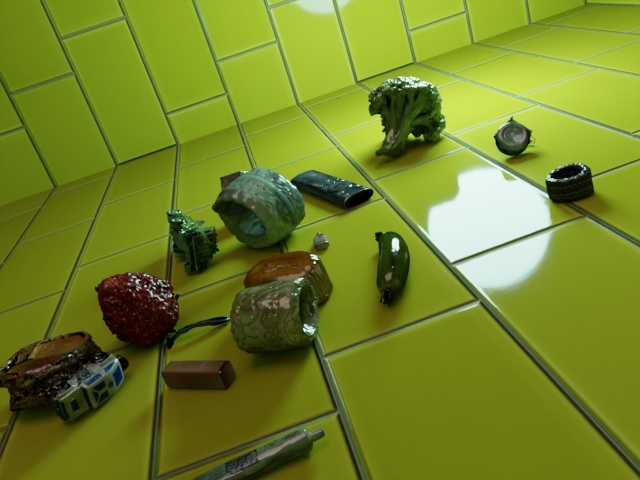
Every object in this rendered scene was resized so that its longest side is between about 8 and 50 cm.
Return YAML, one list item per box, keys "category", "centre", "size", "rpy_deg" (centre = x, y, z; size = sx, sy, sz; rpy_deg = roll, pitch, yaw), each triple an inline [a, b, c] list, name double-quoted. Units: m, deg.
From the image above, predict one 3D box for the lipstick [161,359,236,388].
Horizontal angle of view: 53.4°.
- category: "lipstick"
  centre: [-0.244, 0.266, 1.270]
  size: [0.146, 0.045, 0.045]
  rpy_deg: [-5, 29, 26]

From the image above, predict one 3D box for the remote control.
- category: "remote control"
  centre: [0.027, -0.170, 2.022]
  size: [0.107, 0.044, 0.378]
  rpy_deg: [-31, 26, -18]

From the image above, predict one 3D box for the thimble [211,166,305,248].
- category: "thimble"
  centre: [-0.178, -0.088, 1.793]
  size: [0.250, 0.204, 0.172]
  rpy_deg: [22, 49, 33]

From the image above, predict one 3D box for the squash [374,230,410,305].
- category: "squash"
  centre: [0.161, 0.041, 1.433]
  size: [0.080, 0.071, 0.318]
  rpy_deg: [-15, 24, 10]

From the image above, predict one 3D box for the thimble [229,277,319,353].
- category: "thimble"
  centre: [-0.088, 0.151, 1.304]
  size: [0.144, 0.137, 0.190]
  rpy_deg: [-14, 12, 15]

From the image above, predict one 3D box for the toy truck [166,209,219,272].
- category: "toy truck"
  centre: [-0.362, -0.008, 1.858]
  size: [0.135, 0.128, 0.259]
  rpy_deg: [-11, 21, -17]

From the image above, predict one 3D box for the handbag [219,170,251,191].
- category: "handbag"
  centre: [-0.258, -0.128, 2.003]
  size: [0.095, 0.173, 0.117]
  rpy_deg: [-8, -1, -42]

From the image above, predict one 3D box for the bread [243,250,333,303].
- category: "bread"
  centre: [-0.078, 0.094, 1.454]
  size: [0.191, 0.114, 0.132]
  rpy_deg: [-15, 26, 19]

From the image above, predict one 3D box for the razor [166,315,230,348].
- category: "razor"
  centre: [-0.283, 0.202, 1.459]
  size: [0.155, 0.028, 0.044]
  rpy_deg: [-21, 24, -5]

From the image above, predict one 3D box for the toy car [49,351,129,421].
- category: "toy car"
  centre: [-0.471, 0.299, 1.317]
  size: [0.071, 0.080, 0.171]
  rpy_deg: [14, 35, 31]

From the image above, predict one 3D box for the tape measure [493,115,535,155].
- category: "tape measure"
  centre: [0.563, -0.288, 1.906]
  size: [0.107, 0.104, 0.180]
  rpy_deg: [-47, -6, -7]

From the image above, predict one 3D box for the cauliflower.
- category: "cauliflower"
  centre: [0.300, -0.417, 2.189]
  size: [0.261, 0.280, 0.327]
  rpy_deg: [0, -5, -12]

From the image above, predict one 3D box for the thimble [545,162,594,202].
- category: "thimble"
  centre: [0.594, -0.139, 1.522]
  size: [0.105, 0.066, 0.095]
  rpy_deg: [-11, 27, 18]

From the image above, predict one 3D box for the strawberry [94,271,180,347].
- category: "strawberry"
  centre: [-0.432, 0.148, 1.487]
  size: [0.184, 0.201, 0.186]
  rpy_deg: [-29, 38, 22]

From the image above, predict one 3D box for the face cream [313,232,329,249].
- category: "face cream"
  centre: [0.000, 0.000, 1.700]
  size: [0.040, 0.021, 0.083]
  rpy_deg: [-18, 23, -1]

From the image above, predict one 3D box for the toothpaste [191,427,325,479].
- category: "toothpaste"
  centre: [-0.101, 0.350, 1.005]
  size: [0.234, 0.037, 0.060]
  rpy_deg: [-23, 20, -4]

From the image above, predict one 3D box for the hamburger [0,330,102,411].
- category: "hamburger"
  centre: [-0.593, 0.282, 1.402]
  size: [0.231, 0.106, 0.231]
  rpy_deg: [-18, 12, 4]
